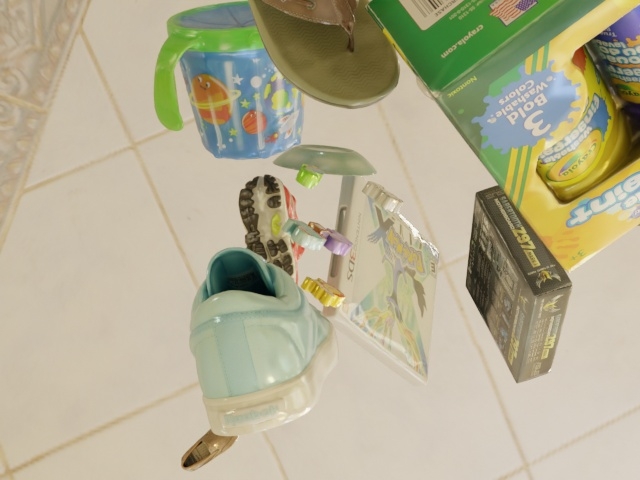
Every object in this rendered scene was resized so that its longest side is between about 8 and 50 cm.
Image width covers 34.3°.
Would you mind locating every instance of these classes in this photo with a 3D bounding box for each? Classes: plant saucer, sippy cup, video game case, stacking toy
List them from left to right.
[{"bbox_3d":[-0.120,-0.257,1.677,0.306,0.240,0.224,-9,114,-8],"label":"sippy cup"},{"bbox_3d":[0.000,0.000,1.260,0.052,0.221,0.167,38,104,29],"label":"stacking toy"},{"bbox_3d":[0.010,-0.151,1.901,0.195,0.195,0.037,4,101,-13],"label":"plant saucer"},{"bbox_3d":[0.123,0.076,1.950,0.329,0.036,0.300,40,49,-44],"label":"video game case"}]

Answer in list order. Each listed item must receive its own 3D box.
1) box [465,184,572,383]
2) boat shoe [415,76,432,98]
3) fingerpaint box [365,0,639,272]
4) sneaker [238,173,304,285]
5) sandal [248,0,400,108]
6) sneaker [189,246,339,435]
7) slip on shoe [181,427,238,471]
[{"bbox_3d":[0.266,0.061,1.421,0.059,0.183,0.232,-17,144,-8],"label":"box"},{"bbox_3d":[0.320,-0.255,1.830,0.341,0.158,0.127,-4,60,-13],"label":"boat shoe"},{"bbox_3d":[0.331,-0.218,1.018,0.445,0.163,0.371,-36,140,10],"label":"fingerpaint box"},{"bbox_3d":[-0.065,0.026,1.736,0.107,0.118,0.279,-12,66,26],"label":"sneaker"},{"bbox_3d":[-0.022,-0.263,1.016,0.120,0.086,0.302,-32,102,-10],"label":"sandal"},{"bbox_3d":[-0.056,0.072,1.043,0.135,0.366,0.150,-11,97,-1],"label":"sneaker"},{"bbox_3d":[-0.202,0.375,1.907,0.135,0.041,0.051,-36,79,1],"label":"slip on shoe"}]
